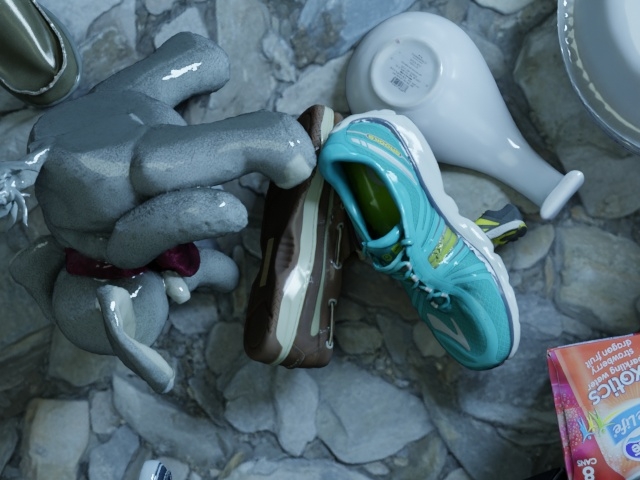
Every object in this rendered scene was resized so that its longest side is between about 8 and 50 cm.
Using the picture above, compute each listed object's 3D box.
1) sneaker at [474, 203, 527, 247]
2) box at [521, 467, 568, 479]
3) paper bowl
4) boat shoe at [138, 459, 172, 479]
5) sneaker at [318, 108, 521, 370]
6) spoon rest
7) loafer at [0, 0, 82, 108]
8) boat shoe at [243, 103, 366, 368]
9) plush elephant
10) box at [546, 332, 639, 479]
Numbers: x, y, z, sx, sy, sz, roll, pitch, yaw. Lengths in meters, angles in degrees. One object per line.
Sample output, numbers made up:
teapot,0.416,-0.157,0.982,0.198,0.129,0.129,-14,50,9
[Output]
sneaker,0.159,-0.009,1.614,0.083,0.031,0.035,-18,57,16
box,0.115,0.412,1.521,0.343,0.179,0.313,-21,84,9
paper bowl,0.358,-0.207,1.525,0.284,0.148,0.284,-1,87,12
boat shoe,-0.134,0.305,1.637,0.083,0.065,0.183,-2,92,8
sneaker,0.084,0.011,1.563,0.107,0.110,0.275,-32,94,36
spoon rest,0.138,-0.113,1.606,0.276,0.084,0.137,42,94,23
loafer,-0.341,-0.235,1.688,0.094,0.087,0.251,-44,80,6
boat shoe,-0.003,0.000,1.624,0.095,0.095,0.258,16,82,-24
plush elephant,-0.171,-0.001,1.579,0.330,0.255,0.272,-24,37,-23
box,0.276,0.147,1.464,0.128,0.257,0.123,-10,83,10
